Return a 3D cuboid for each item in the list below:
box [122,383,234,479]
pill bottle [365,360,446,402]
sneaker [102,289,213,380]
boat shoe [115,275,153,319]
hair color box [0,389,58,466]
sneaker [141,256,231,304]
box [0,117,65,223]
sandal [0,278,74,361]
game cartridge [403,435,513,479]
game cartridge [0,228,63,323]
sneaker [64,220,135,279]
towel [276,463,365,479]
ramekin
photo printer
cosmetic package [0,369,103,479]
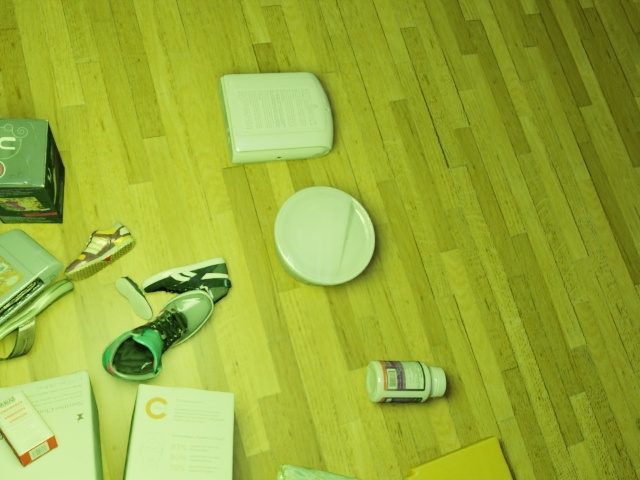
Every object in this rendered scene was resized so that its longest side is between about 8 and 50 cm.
[{"bbox_3d":[-0.310,0.508,1.287,0.215,0.168,0.345,10,49,-17],"label":"box"},{"bbox_3d":[0.224,0.370,1.577,0.194,0.108,0.108,4,73,-14],"label":"pill bottle"},{"bbox_3d":[-0.374,0.223,1.393,0.295,0.178,0.123,-35,103,-11],"label":"sneaker"},{"bbox_3d":[-0.456,0.141,1.496,0.125,0.038,0.046,46,111,2],"label":"boat shoe"},{"bbox_3d":[-0.586,0.368,1.184,0.072,0.043,0.141,-29,51,-36],"label":"hair color box"},{"bbox_3d":[-0.328,0.126,1.514,0.217,0.079,0.121,-17,80,-19],"label":"sneaker"},{"bbox_3d":[-0.688,-0.152,1.395,0.143,0.270,0.165,0,74,-16],"label":"box"},{"bbox_3d":[-0.681,0.210,1.378,0.303,0.120,0.086,-44,102,-22],"label":"sandal"},{"bbox_3d":[0.389,0.711,1.557,0.285,0.052,0.323,-13,76,-18],"label":"game cartridge"},{"bbox_3d":[-0.763,0.107,1.370,0.198,0.062,0.297,33,63,23],"label":"game cartridge"},{"bbox_3d":[-0.558,0.025,1.494,0.185,0.069,0.084,-33,76,-27],"label":"sneaker"},{"bbox_3d":[0.062,0.689,1.333,0.321,0.090,0.374,22,29,-20],"label":"towel"},{"bbox_3d":[0.000,0.000,1.615,0.273,0.127,0.272,4,72,-14],"label":"ramekin"},{"bbox_3d":[-0.117,-0.348,1.697,0.308,0.107,0.256,-8,76,-18],"label":"photo printer"},{"bbox_3d":[-0.555,0.474,1.212,0.217,0.156,0.385,-10,40,-19],"label":"cosmetic package"}]
